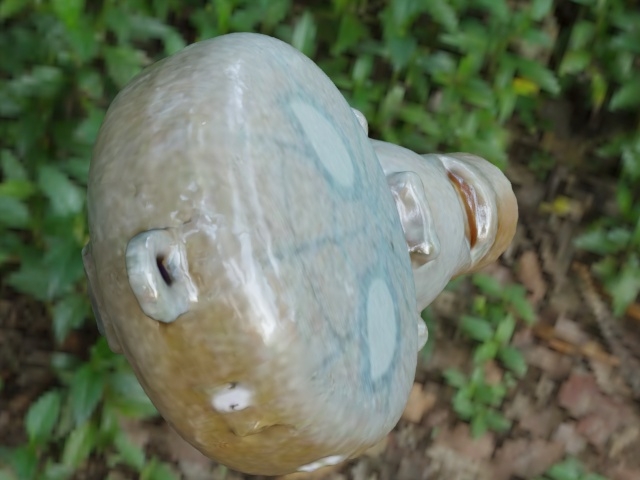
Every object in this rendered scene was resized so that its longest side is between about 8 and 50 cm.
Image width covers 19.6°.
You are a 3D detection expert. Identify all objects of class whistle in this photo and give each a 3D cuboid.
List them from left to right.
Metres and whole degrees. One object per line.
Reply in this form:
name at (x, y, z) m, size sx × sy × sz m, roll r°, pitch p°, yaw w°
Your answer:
whistle at (0.000, 0.000, 0.489) m, size 0.057 × 0.107 × 0.220 m, roll -18°, pitch -1°, yaw 24°
